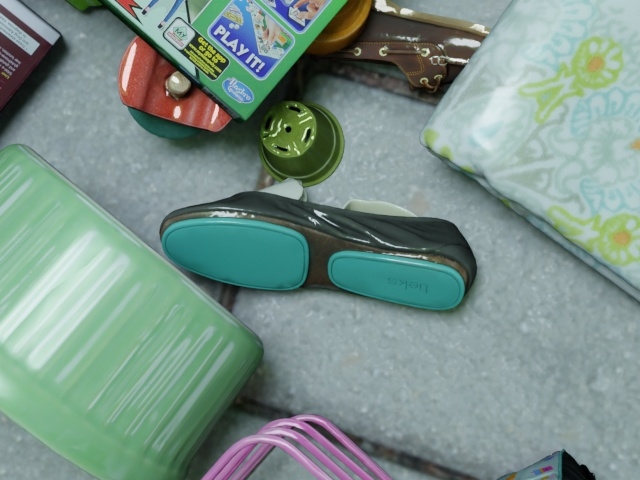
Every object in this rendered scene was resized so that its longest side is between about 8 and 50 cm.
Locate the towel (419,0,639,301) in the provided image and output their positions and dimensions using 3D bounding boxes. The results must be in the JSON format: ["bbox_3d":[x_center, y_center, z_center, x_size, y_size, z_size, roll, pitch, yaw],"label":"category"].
[{"bbox_3d":[0.322,-0.107,0.806,0.374,0.090,0.320,35,90,-3],"label":"towel"}]

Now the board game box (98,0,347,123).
[{"bbox_3d":[-0.113,-0.276,0.761,0.317,0.046,0.213,40,85,-13],"label":"board game box"}]

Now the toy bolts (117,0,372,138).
[{"bbox_3d":[-0.086,-0.192,0.878,0.218,0.158,0.228,22,88,-14],"label":"toy bolts"}]

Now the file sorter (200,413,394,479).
[{"bbox_3d":[-0.014,0.257,0.756,0.202,0.290,0.182,42,89,9],"label":"file sorter"}]

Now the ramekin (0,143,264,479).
[{"bbox_3d":[-0.190,0.059,0.795,0.303,0.303,0.148,39,83,9],"label":"ramekin"}]

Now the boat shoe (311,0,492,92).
[{"bbox_3d":[0.092,-0.171,0.886,0.207,0.073,0.073,17,90,16],"label":"boat shoe"}]

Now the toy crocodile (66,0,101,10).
[{"bbox_3d":[-0.339,-0.340,0.931,0.340,0.115,0.105,38,90,9],"label":"toy crocodile"}]

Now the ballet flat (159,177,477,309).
[{"bbox_3d":[0.000,0.000,0.875,0.280,0.095,0.096,11,44,-1],"label":"ballet flat"}]

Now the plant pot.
[{"bbox_3d":[-0.024,-0.095,0.889,0.083,0.079,0.083,-1,86,8],"label":"plant pot"}]

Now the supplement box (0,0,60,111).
[{"bbox_3d":[-0.371,-0.144,0.919,0.130,0.073,0.239,39,91,-20],"label":"supplement box"}]

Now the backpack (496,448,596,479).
[{"bbox_3d":[0.190,0.269,0.777,0.144,0.188,0.166,-27,83,5],"label":"backpack"}]
